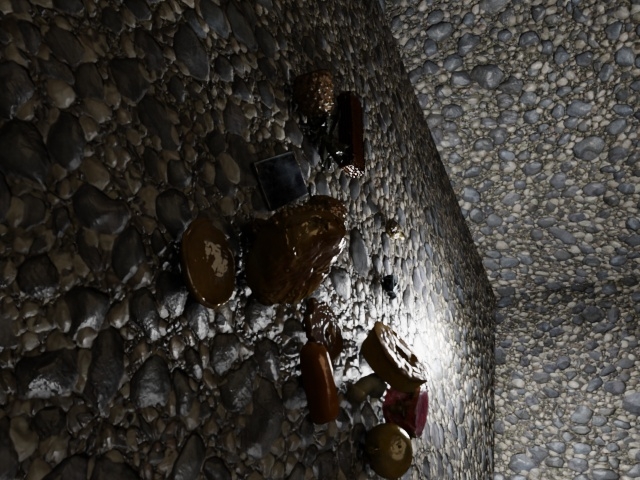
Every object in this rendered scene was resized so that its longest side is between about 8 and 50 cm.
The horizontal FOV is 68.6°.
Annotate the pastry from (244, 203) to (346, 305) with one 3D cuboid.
[{"bbox_3d":[-0.071,0.027,1.217,0.255,0.310,0.162,-3,44,-44],"label":"pastry"}]

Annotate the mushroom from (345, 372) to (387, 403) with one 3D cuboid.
[{"bbox_3d":[0.162,0.504,1.609,0.092,0.081,0.223,-58,152,8],"label":"mushroom"}]

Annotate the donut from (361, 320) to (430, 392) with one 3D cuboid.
[{"bbox_3d":[0.262,0.428,1.691,0.278,0.108,0.277,39,14,-12],"label":"donut"}]

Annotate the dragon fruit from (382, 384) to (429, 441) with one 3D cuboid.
[{"bbox_3d":[0.311,0.633,1.755,0.282,0.147,0.211,-49,134,-49],"label":"dragon fruit"}]

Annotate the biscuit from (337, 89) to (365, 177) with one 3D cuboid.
[{"bbox_3d":[0.130,-0.453,1.994,0.107,0.073,0.388,29,52,-51],"label":"biscuit"}]

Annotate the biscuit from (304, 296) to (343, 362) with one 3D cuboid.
[{"bbox_3d":[0.003,0.280,1.482,0.182,0.034,0.215,-29,101,-61],"label":"biscuit"}]

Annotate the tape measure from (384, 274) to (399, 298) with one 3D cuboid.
[{"bbox_3d":[0.306,0.194,2.025,0.091,0.054,0.094,48,41,-49],"label":"tape measure"}]

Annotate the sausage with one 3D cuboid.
[{"bbox_3d":[-0.002,0.410,1.356,0.098,0.098,0.238,-5,82,-61],"label":"sausage"}]

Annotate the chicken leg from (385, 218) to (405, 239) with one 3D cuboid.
[{"bbox_3d":[0.359,-0.038,2.223,0.198,0.069,0.085,34,25,-59],"label":"chicken leg"}]

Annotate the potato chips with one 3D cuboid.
[{"bbox_3d":[-0.270,0.055,1.082,0.195,0.062,0.208,-31,103,-65],"label":"potato chips"}]

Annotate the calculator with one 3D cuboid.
[{"bbox_3d":[-0.123,-0.193,1.490,0.262,0.021,0.161,-34,107,-59],"label":"calculator"}]

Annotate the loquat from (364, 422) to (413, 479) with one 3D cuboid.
[{"bbox_3d":[0.219,0.696,1.554,0.205,0.149,0.172,22,62,-42],"label":"loquat"}]

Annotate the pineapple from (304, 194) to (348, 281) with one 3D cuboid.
[{"bbox_3d":[0.000,0.000,1.513,0.158,0.158,0.278,34,60,-50],"label":"pineapple"}]

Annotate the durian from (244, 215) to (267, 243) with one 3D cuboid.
[{"bbox_3d":[-0.168,-0.028,1.279,0.080,0.080,0.091,-52,128,-55],"label":"durian"}]

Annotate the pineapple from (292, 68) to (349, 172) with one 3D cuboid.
[{"bbox_3d":[0.007,-0.434,1.719,0.165,0.166,0.364,-52,131,-55],"label":"pineapple"}]
